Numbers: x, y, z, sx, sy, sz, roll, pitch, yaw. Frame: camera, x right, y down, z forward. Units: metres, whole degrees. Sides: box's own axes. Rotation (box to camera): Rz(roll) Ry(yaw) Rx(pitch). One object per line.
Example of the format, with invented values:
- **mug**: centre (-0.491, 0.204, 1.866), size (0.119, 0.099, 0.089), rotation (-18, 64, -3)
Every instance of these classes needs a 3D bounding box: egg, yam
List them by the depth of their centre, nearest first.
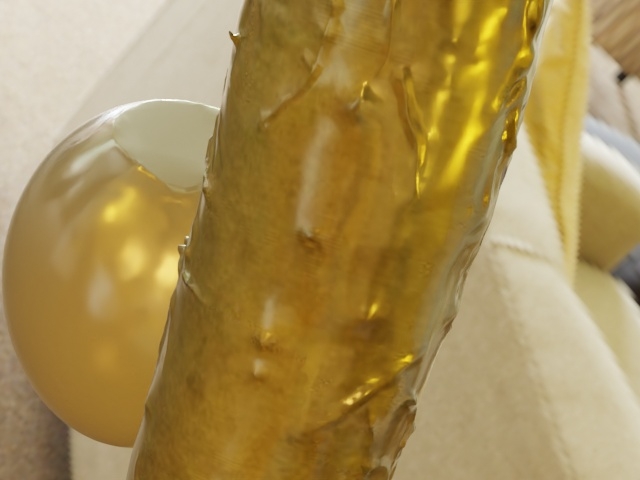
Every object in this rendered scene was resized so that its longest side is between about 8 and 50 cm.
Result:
- **yam**: centre (0.000, 0.000, 0.383), size (0.083, 0.372, 0.083), rotation (12, 28, -6)
- **egg**: centre (-0.102, 0.028, 0.935), size (0.176, 0.232, 0.176), rotation (7, 38, -6)
